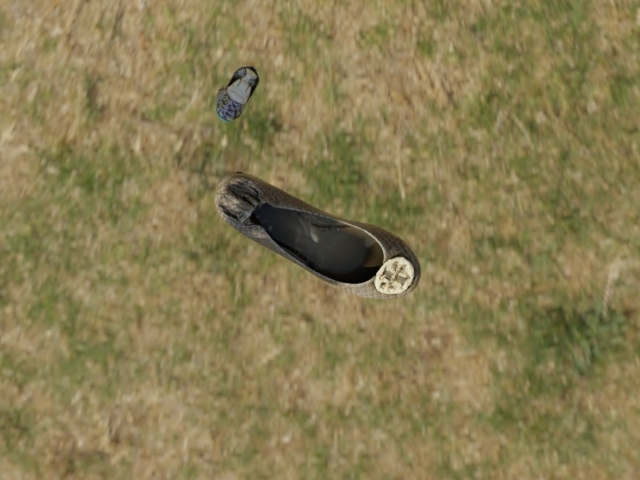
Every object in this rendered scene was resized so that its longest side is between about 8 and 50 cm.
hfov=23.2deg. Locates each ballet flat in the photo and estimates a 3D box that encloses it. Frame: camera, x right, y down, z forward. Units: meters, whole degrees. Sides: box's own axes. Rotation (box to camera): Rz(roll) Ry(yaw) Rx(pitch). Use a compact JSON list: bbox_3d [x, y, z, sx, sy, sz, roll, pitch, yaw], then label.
[{"bbox_3d":[0.000,0.000,1.654,0.250,0.058,0.084,28,99,-18],"label":"ballet flat"},{"bbox_3d":[-0.099,-0.184,1.893,0.041,0.114,0.041,5,120,9],"label":"ballet flat"}]
